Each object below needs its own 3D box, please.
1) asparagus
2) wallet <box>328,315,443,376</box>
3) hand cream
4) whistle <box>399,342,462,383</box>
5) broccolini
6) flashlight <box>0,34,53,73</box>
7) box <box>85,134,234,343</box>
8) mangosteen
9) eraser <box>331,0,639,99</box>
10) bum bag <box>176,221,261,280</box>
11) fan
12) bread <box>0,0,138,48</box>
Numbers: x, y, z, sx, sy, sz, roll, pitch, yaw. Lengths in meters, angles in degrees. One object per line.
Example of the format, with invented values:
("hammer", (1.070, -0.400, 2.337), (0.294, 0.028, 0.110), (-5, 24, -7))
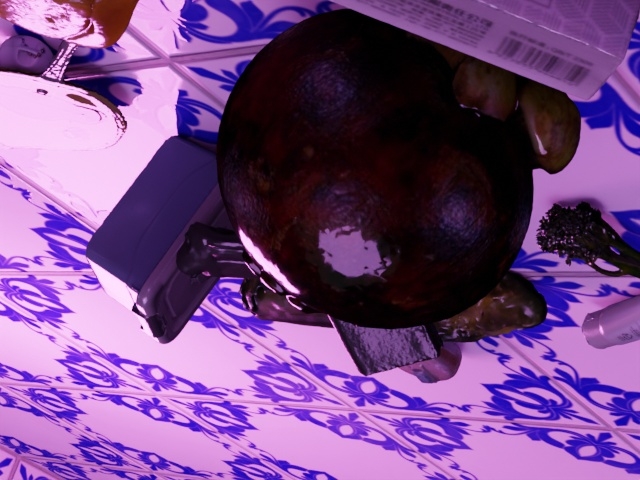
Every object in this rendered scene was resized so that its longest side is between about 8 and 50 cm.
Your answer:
("asparagus", (0.085, 0.064, 2.014), (0.382, 0.108, 0.128), (6, 160, 26))
("wallet", (0.043, 0.049, 1.941), (0.124, 0.025, 0.244), (-19, 109, 35))
("hand cream", (0.388, 0.085, 1.886), (0.078, 0.050, 0.205), (38, 149, -18))
("whistle", (0.125, 0.141, 2.236), (0.107, 0.057, 0.220), (5, 153, 34))
("broccolini", (0.325, 0.026, 1.756), (0.201, 0.058, 0.074), (33, 159, -18))
("flashlight", (-0.346, -0.179, 1.862), (0.093, 0.047, 0.200), (18, 160, -11))
("box", (-0.168, -0.003, 1.915), (0.130, 0.227, 0.162), (29, 162, 16))
("mangosteen", (0.074, -0.091, 1.473), (0.306, 0.359, 0.306), (39, -173, -6))
("eraser", (0.056, -0.239, 1.304), (0.404, 0.096, 0.098), (22, 160, -5))
("bum bag", (0.000, 0.000, 1.811), (0.326, 0.080, 0.142), (-9, 167, 2))
("fan", (-0.321, -0.160, 1.823), (0.229, 0.011, 0.335), (13, 159, -18))
("bread", (-0.293, -0.286, 1.441), (0.294, 0.132, 0.167), (23, 165, -15))
